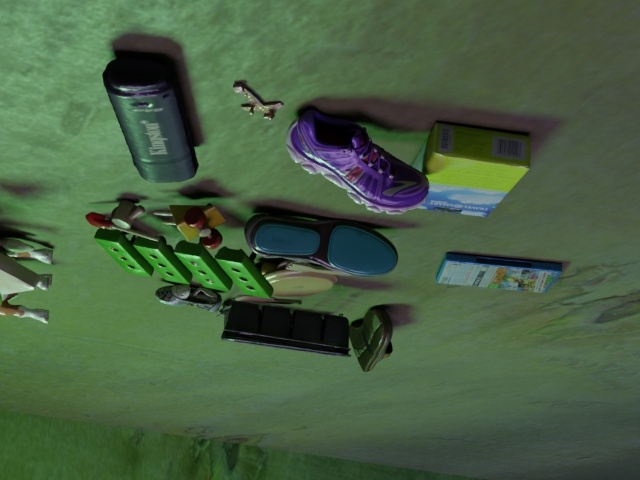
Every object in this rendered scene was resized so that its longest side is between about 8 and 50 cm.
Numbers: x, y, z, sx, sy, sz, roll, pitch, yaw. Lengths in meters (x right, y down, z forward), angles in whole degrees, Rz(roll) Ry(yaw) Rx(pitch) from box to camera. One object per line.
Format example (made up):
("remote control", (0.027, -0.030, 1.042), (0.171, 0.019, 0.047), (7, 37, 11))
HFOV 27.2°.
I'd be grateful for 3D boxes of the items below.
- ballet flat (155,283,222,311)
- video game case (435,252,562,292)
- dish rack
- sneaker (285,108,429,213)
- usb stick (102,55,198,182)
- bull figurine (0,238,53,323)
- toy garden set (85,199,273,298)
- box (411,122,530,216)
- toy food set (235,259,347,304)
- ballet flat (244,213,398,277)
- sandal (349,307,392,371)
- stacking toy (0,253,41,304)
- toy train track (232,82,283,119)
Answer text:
("ballet flat", (-0.213, 0.088, 2.174), (0.114, 0.041, 0.041), (13, 161, -25))
("video game case", (0.257, 0.048, 1.925), (0.166, 0.015, 0.119), (6, 162, 0))
("dish rack", (-0.069, 0.146, 2.191), (0.208, 0.074, 0.271), (10, 173, -10))
("sneaker", (0.044, -0.086, 1.429), (0.170, 0.068, 0.071), (25, 148, -11))
("usb stick", (-0.181, -0.125, 1.438), (0.077, 0.045, 0.278), (6, 163, 2))
("bull figurine", (-0.516, 0.064, 2.068), (0.188, 0.101, 0.310), (6, 164, -10))
("toy garden set", (-0.202, -0.004, 1.816), (0.244, 0.049, 0.204), (9, 155, 26))
("box", (0.162, -0.077, 1.497), (0.109, 0.042, 0.178), (8, 163, -6))
("toy food set", (-0.038, 0.052, 2.008), (0.132, 0.039, 0.192), (7, 159, -30))
("ballet flat", (0.000, 0.000, 1.788), (0.213, 0.072, 0.068), (11, -170, -15))
("sandal", (0.097, 0.166, 2.281), (0.060, 0.090, 0.219), (-13, 161, -17))
("stacking toy", (-0.564, 0.048, 1.820), (0.279, 0.130, 0.309), (40, 148, -21))
("toy train track", (-0.070, -0.143, 1.400), (0.048, 0.014, 0.083), (-2, 161, 23))
